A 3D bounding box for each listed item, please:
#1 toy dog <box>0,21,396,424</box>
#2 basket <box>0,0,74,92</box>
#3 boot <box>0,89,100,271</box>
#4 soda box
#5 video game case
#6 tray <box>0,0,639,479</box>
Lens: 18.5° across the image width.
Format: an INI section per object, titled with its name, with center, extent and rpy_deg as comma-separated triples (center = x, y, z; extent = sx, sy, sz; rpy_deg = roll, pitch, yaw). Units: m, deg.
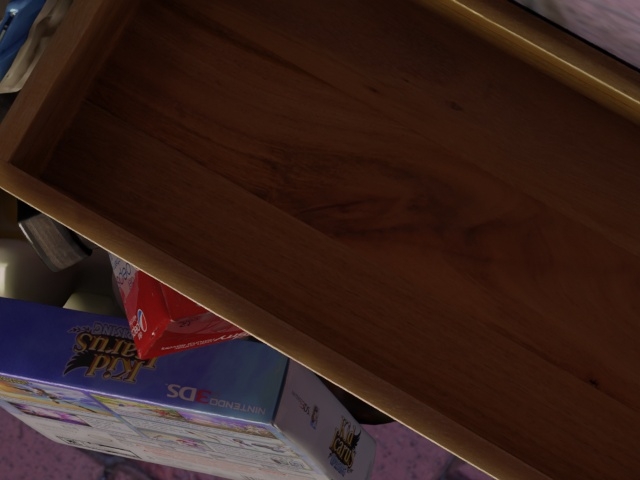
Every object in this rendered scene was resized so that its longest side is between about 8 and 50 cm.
[toy dog]
center = -0.081, 0.001, 1.536
extent = 0.408, 0.285, 0.395
rpy_deg = 15, 146, 5
[basket]
center = -0.222, -0.179, 0.990
extent = 0.254, 0.201, 0.289
rpy_deg = 30, -174, 26
[boot]
center = -0.107, -0.095, 1.253
extent = 0.263, 0.229, 0.091
rpy_deg = 64, -174, -53
[soda box]
center = 0.000, 0.000, 1.284
extent = 0.263, 0.092, 0.083
rpy_deg = -11, 164, -23
[video game case]
center = -0.116, 0.117, 1.452
extent = 0.269, 0.061, 0.244
rpy_deg = 9, 164, 19
[tray]
center = 0.060, -0.015, 0.975
extent = 0.411, 0.203, 0.076
rpy_deg = 30, 177, 8
